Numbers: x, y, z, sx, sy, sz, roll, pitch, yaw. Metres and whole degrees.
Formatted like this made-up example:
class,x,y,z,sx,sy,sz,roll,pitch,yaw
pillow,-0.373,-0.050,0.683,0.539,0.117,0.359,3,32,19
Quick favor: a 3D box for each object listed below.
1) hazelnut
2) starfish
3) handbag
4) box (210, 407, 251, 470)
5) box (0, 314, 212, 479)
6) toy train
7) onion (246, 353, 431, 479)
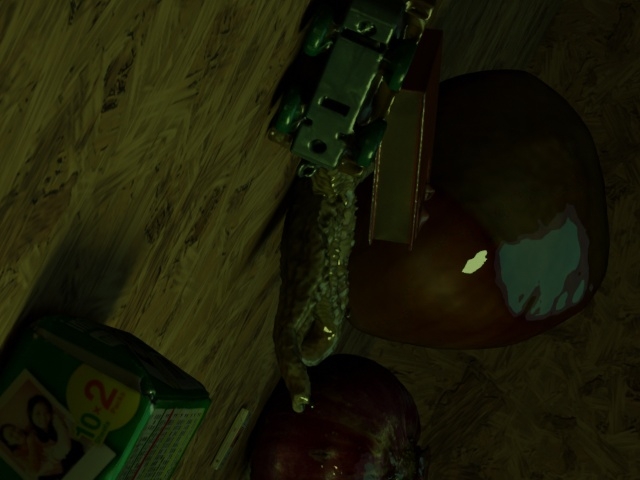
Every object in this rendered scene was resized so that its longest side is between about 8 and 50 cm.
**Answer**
class,x,y,z,sx,sy,sz,roll,pitch,yaw
hazelnut,0.179,-0.023,2.414,0.366,0.366,0.366,-61,173,-12
starfish,0.000,0.000,1.956,0.432,0.082,0.324,16,89,-87
handbag,0.083,-0.098,1.945,0.127,0.063,0.190,-73,168,-53
box,-0.112,0.251,2.494,0.083,0.012,0.046,-60,172,-6
box,-0.164,0.146,1.321,0.180,0.103,0.250,-62,172,-1
toy train,0.030,-0.152,1.660,0.136,0.091,0.227,-67,180,-53
onion,0.016,0.279,2.762,0.256,0.272,0.230,-60,150,-77
